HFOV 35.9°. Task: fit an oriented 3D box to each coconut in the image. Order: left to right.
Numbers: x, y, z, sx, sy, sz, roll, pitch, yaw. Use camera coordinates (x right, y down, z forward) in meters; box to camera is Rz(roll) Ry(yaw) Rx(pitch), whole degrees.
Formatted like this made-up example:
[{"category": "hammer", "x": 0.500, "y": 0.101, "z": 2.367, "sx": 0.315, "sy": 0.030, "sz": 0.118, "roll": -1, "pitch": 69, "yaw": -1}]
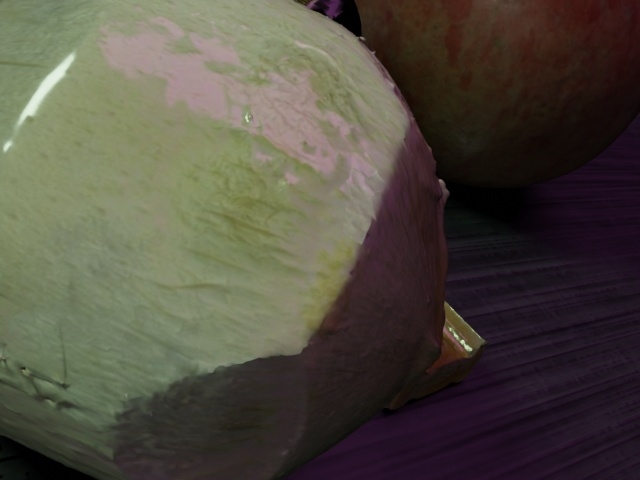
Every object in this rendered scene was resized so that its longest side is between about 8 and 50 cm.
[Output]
[{"category": "coconut", "x": -0.055, "y": -0.002, "z": 0.431, "sx": 0.231, "sy": 0.227, "sz": 0.227, "roll": 28, "pitch": 30, "yaw": -10}]

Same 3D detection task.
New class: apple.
[{"category": "apple", "x": 0.141, "y": -0.190, "z": 0.871, "sx": 0.345, "sy": 0.269, "sz": 0.344, "roll": 7, "pitch": 34, "yaw": -5}]

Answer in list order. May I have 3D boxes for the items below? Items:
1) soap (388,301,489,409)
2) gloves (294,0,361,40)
[{"category": "soap", "x": 0.000, "y": 0.001, "z": 0.660, "sx": 0.092, "sy": 0.037, "sz": 0.252, "roll": -8, "pitch": 48, "yaw": -51}, {"category": "gloves", "x": -0.126, "y": -0.198, "z": 0.724, "sx": 0.331, "sy": 0.141, "sz": 0.154, "roll": 34, "pitch": 39, "yaw": 14}]
